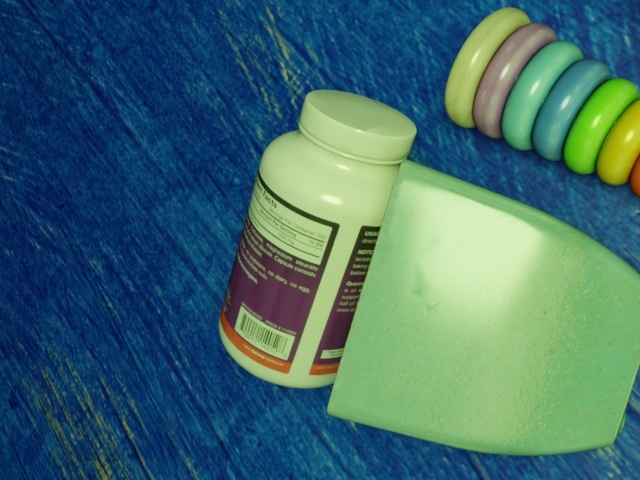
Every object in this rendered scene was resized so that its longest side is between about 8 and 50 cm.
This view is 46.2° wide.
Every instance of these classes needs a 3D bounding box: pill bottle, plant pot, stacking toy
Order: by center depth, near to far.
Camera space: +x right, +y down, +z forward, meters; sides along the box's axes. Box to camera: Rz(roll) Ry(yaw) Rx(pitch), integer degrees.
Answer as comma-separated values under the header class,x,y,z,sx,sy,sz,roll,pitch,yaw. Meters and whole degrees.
class,x,y,z,sx,sy,sz,roll,pitch,yaw
plant pot,0.186,0.080,0.752,0.252,0.247,0.247,17,94,17
stacking toy,0.298,-0.117,0.770,0.330,0.141,0.141,34,103,27
pill bottle,0.000,0.000,0.867,0.181,0.182,0.322,36,122,31

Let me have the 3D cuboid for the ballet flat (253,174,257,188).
class,x,y,z,sx,sy,sz,roll,pitch,yaw
ballet flat,0.012,-0.073,0.990,0.231,0.077,0.077,-11,99,35
